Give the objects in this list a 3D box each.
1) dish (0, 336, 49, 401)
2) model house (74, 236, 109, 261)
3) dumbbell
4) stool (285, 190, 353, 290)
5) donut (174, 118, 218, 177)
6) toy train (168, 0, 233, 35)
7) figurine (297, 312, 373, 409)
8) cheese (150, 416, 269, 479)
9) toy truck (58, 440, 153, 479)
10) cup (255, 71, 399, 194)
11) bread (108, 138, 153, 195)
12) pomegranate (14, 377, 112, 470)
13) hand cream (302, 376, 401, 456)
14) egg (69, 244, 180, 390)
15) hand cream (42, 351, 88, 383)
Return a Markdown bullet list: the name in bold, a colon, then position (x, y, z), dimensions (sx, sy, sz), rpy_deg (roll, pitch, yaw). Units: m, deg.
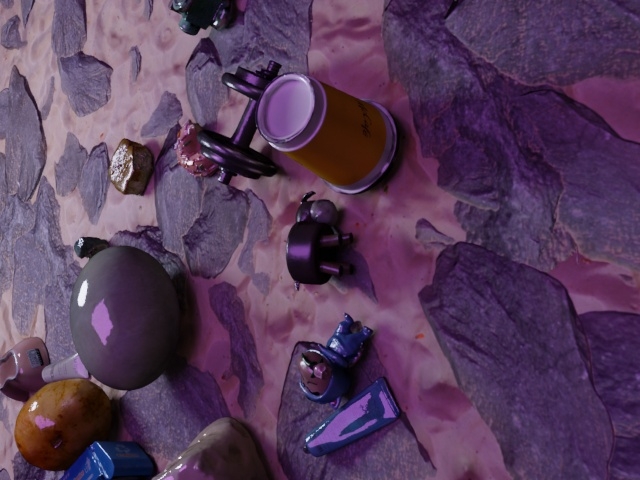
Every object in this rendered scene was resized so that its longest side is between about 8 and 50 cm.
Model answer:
- **dish**: position (-0.928, 0.400, 2.050), dimensions (0.214, 0.090, 0.213), rpy_deg (-9, 75, 39)
- **model house**: position (-0.658, 0.030, 1.896), dimensions (0.078, 0.083, 0.066), rpy_deg (-48, 57, 22)
- **dumbbell**: position (-0.155, -0.254, 1.456), dimensions (0.192, 0.192, 0.289), rpy_deg (34, 104, 39)
- **stool**: position (0.000, 0.000, 1.331), dimensions (0.121, 0.125, 0.217), rpy_deg (-3, 60, 22)
- **donut**: position (-0.315, -0.219, 1.666), dimensions (0.117, 0.065, 0.166), rpy_deg (-52, 52, 19)
- **toy train**: position (-0.286, -0.679, 1.687), dimensions (0.304, 0.150, 0.221), rpy_deg (-56, 42, 20)
- **figurine**: position (0.015, 0.223, 1.260), dimensions (0.114, 0.144, 0.178), rpy_deg (34, 92, 35)
- **cheese**: position (-0.197, 0.508, 1.385), dimensions (0.174, 0.251, 0.247), rpy_deg (-35, 96, 16)
- **toy truck**: position (-0.565, 0.651, 1.665), dimensions (0.367, 0.146, 0.175), rpy_deg (-47, 49, 21)
- **cup**: position (0.016, -0.204, 1.247), dimensions (0.197, 0.280, 0.196), rpy_deg (-9, 74, 33)
- **bread**: position (-0.521, -0.199, 1.833), dimensions (0.128, 0.069, 0.140), rpy_deg (40, 109, 36)
- **pomegranate**: position (-0.662, 0.474, 1.728), dimensions (0.248, 0.248, 0.248), rpy_deg (-9, 76, 39)
- **hand cream**: position (0.052, 0.348, 1.271), dimensions (0.224, 0.048, 0.083), rpy_deg (-37, 60, 22)
- **egg**: position (-0.465, 0.181, 1.593), dimensions (0.259, 0.259, 0.351), rpy_deg (-20, 69, 36)
- **hand cream**: position (-0.737, 0.373, 1.925), dimensions (0.186, 0.054, 0.087), rpy_deg (-21, 73, 29)
